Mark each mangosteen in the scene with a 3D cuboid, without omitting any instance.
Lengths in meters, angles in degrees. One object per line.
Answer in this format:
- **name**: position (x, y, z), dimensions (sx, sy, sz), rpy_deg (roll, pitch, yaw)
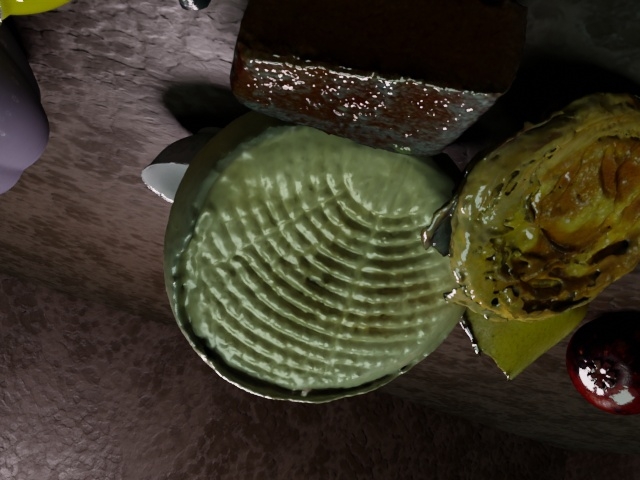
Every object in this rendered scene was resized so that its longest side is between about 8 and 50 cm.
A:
- **mangosteen**: position (0.538, 0.217, 1.443), dimensions (0.200, 0.200, 0.200), rpy_deg (12, 162, 4)

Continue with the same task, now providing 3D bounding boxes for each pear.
- **pear**: position (0.280, 0.046, 1.098), dimensions (0.178, 0.267, 0.267), rpy_deg (-24, 148, 17)

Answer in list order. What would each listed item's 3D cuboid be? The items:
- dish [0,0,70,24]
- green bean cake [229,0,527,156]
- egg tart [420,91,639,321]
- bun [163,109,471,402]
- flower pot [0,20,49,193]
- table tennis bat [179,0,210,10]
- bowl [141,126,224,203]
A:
- **dish**: position (-0.280, -0.256, 0.643), dimensions (0.221, 0.108, 0.262), rpy_deg (23, 162, -3)
- **green bean cake**: position (0.040, -0.166, 0.735), dimensions (0.232, 0.097, 0.198), rpy_deg (15, 163, -5)
- **egg tart**: position (0.228, -0.041, 0.836), dimensions (0.297, 0.297, 0.132), rpy_deg (33, -164, -45)
- **bun**: position (-0.004, 0.001, 0.957), dimensions (0.364, 0.364, 0.202), rpy_deg (19, -166, -17)
- **flower pot**: position (-0.441, -0.153, 0.906), dimensions (0.265, 0.265, 0.243), rpy_deg (12, 172, 4)
- **table tennis bat**: position (-0.143, -0.274, 0.667), dimensions (0.150, 0.027, 0.236), rpy_deg (9, 159, 17)
- **bowl**: position (-0.137, -0.097, 1.092), dimensions (0.189, 0.086, 0.189), rpy_deg (14, 162, 5)
